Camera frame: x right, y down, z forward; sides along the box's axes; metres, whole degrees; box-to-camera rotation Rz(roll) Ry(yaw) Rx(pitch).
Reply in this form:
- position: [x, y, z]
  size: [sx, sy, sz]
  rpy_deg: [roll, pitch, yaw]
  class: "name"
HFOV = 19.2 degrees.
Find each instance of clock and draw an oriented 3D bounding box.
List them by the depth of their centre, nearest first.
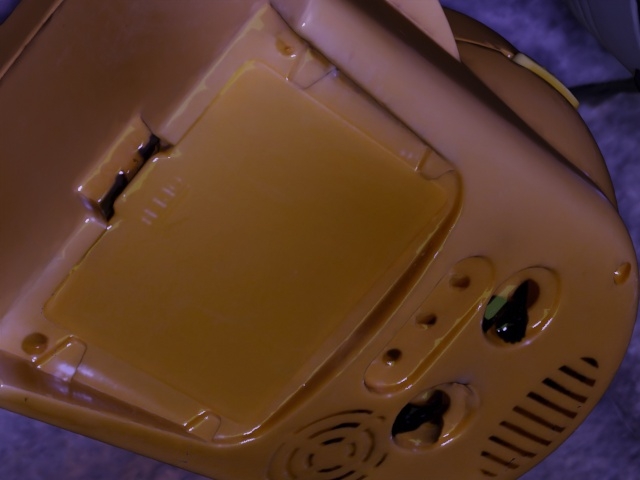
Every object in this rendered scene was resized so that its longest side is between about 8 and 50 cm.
- position: [0.000, 0.000, 0.830]
  size: [0.317, 0.200, 0.244]
  rpy_deg: [33, 108, -37]
  class: "clock"

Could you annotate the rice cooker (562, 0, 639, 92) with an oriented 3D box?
- position: [0.213, -0.137, 0.776]
  size: [0.226, 0.244, 0.226]
  rpy_deg: [-5, 116, -11]
  class: "rice cooker"
